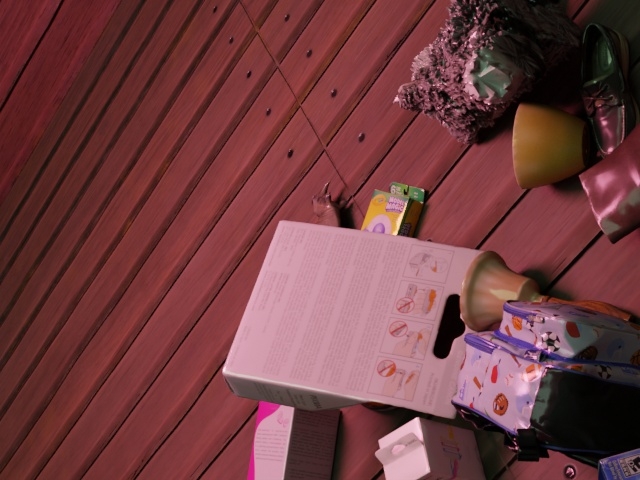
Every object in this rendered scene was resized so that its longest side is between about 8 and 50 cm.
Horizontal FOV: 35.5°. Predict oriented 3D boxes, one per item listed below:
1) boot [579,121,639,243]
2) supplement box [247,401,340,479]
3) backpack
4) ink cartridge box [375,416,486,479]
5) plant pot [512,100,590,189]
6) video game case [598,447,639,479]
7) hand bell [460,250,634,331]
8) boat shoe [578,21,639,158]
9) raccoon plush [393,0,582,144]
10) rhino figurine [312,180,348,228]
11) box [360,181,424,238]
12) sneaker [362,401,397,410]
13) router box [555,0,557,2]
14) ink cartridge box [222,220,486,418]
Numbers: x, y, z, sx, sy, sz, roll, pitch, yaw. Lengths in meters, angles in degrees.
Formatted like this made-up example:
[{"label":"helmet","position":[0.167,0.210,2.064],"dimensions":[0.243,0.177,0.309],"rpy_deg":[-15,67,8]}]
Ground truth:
[{"label":"boot","position":[0.446,-0.141,1.384],"dimensions":[0.207,0.090,0.248],"rpy_deg":[-30,58,29]},{"label":"supplement box","position":[-0.053,0.399,1.784],"dimensions":[0.111,0.114,0.220],"rpy_deg":[-9,68,51]},{"label":"backpack","position":[0.305,0.184,1.303],"dimensions":[0.263,0.276,0.213],"rpy_deg":[0,75,61]},{"label":"ink cartridge box","position":[0.161,0.333,1.508],"dimensions":[0.092,0.143,0.090],"rpy_deg":[-40,45,35]},{"label":"plant pot","position":[0.353,-0.144,1.509],"dimensions":[0.095,0.134,0.134],"rpy_deg":[1,74,25]},{"label":"video game case","position":[0.464,0.329,1.071],"dimensions":[0.244,0.061,0.269],"rpy_deg":[-16,52,1]},{"label":"hand bell","position":[0.338,0.094,1.451],"dimensions":[0.242,0.126,0.126],"rpy_deg":[11,83,41]},{"label":"boat shoe","position":[0.419,-0.222,1.486],"dimensions":[0.080,0.073,0.223],"rpy_deg":[-21,58,45]},{"label":"raccoon plush","position":[0.201,-0.242,1.524],"dimensions":[0.216,0.446,0.299],"rpy_deg":[43,125,8]},{"label":"rhino figurine","position":[0.000,0.000,1.933],"dimensions":[0.106,0.073,0.243],"rpy_deg":[-10,65,54]},{"label":"box","position":[0.122,-0.019,1.809],"dimensions":[0.105,0.043,0.179],"rpy_deg":[18,87,54]},{"label":"sneaker","position":[0.009,0.202,1.735],"dimensions":[0.321,0.180,0.124],"rpy_deg":[17,88,54]},{"label":"router box","position":[0.324,-0.397,1.715],"dimensions":[0.179,0.046,0.133],"rpy_deg":[2,75,52]},{"label":"ink cartridge box","position":[0.069,0.134,1.629],"dimensions":[0.385,0.091,0.308],"rpy_deg":[9,58,18]}]
